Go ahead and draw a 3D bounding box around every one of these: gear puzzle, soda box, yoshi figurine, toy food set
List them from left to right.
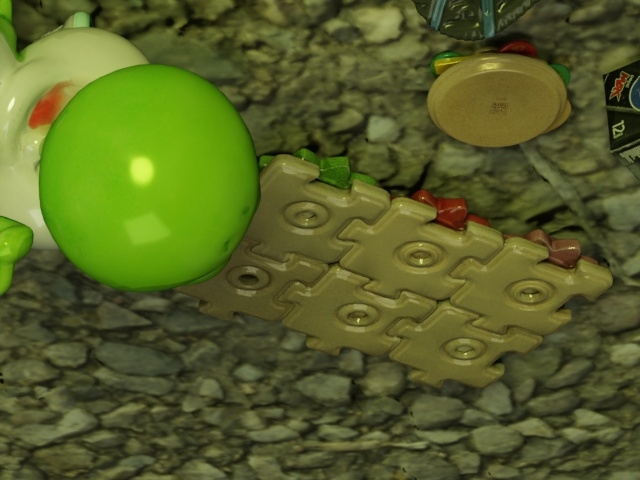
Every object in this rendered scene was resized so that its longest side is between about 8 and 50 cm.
[{"bbox_3d":[-0.168,-0.080,0.954,0.362,0.203,0.203,27,124,-25],"label":"yoshi figurine"},{"bbox_3d":[0.000,0.000,1.235,0.338,0.044,0.175,19,142,-21],"label":"gear puzzle"},{"bbox_3d":[0.102,-0.083,1.130,0.083,0.020,0.083,-6,144,8],"label":"toy food set"},{"bbox_3d":[0.229,-0.043,1.155,0.053,0.060,0.169,-21,140,28],"label":"soda box"}]

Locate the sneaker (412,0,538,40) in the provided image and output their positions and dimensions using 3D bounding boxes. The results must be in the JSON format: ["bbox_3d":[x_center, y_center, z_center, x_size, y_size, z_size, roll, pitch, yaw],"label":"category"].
[{"bbox_3d":[0.131,-0.183,0.955,0.211,0.081,0.080,-35,96,20],"label":"sneaker"}]

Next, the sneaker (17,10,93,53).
[{"bbox_3d":[-0.166,-0.095,1.094,0.069,0.038,0.098,10,143,-16],"label":"sneaker"}]
